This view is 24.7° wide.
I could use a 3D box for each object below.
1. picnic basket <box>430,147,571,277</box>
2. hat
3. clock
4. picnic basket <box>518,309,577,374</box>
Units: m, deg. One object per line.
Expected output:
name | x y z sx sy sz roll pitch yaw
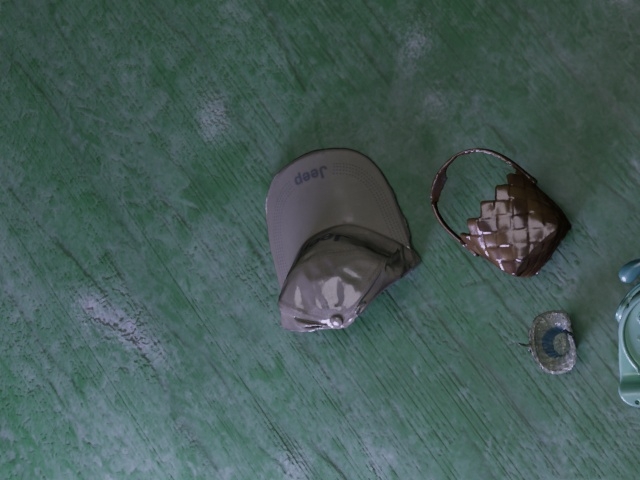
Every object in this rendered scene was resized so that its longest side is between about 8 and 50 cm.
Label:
picnic basket | 0.225 -0.039 1.877 0.178 0.138 0.128 37 99 15
hat | 0.000 0.000 1.973 0.214 0.149 0.245 -26 86 17
clock | 0.432 0.112 1.797 0.148 0.060 0.189 -7 98 26
picnic basket | 0.296 0.129 1.862 0.065 0.083 0.083 -13 77 26
